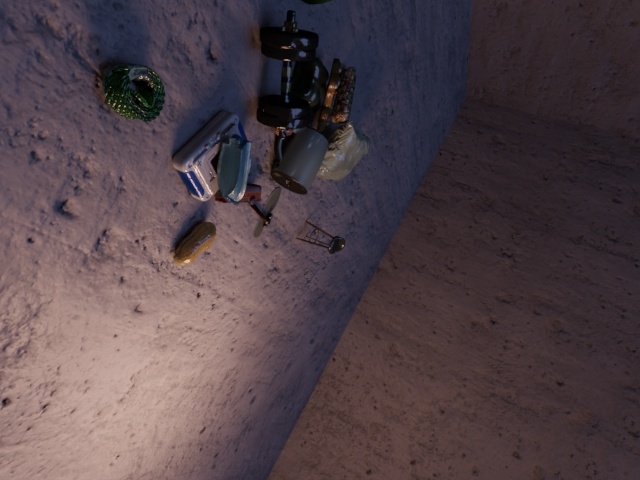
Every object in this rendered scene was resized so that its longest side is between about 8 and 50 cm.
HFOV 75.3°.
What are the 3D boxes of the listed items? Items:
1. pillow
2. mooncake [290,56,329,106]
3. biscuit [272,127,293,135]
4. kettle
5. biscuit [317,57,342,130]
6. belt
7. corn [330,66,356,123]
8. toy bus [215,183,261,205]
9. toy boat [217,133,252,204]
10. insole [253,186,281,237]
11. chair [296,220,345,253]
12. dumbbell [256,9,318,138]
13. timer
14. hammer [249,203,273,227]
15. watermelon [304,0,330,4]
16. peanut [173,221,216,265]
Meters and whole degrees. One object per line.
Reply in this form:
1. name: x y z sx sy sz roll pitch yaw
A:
1. pillow: 0.094 -0.389 1.854 0.283 0.138 0.310 -48 163 17
2. mooncake: -0.046 -0.578 1.502 0.168 0.104 0.175 -33 137 -42
3. biscuit: -0.129 -0.439 1.502 0.102 0.019 0.130 34 76 -35
4. kettle: -0.089 -0.332 1.596 0.221 0.161 0.236 36 76 -34
5. biscuit: 0.035 -0.554 1.630 0.301 0.049 0.196 112 -8 -56
6. belt: -0.434 -0.343 0.952 0.151 0.079 0.121 13 90 -77
7. corn: 0.099 -0.614 1.750 0.086 0.086 0.253 33 66 -66
8. toy bus: -0.282 -0.164 1.443 0.192 0.065 0.077 -13 112 -62
9. toy boat: -0.244 -0.212 1.250 0.102 0.088 0.215 -22 129 -59
10. insole: -0.218 -0.114 1.690 0.232 0.003 0.080 -64 156 -5
11. chair: 0.001 -0.001 1.985 0.095 0.222 0.104 -52 152 -39
12. dumbbell: -0.110 -0.516 1.327 0.185 0.185 0.388 -36 142 -48
13. timer: -0.317 -0.255 1.264 0.253 0.078 0.178 -54 153 -24
14. hammer: -0.239 -0.114 1.626 0.065 0.021 0.178 -59 151 -13
15. watermelon: 0.025 -0.898 1.216 0.292 0.222 0.319 -14 124 -66
16. peanut: -0.402 0.012 1.341 0.174 0.080 0.080 -51 152 -24
